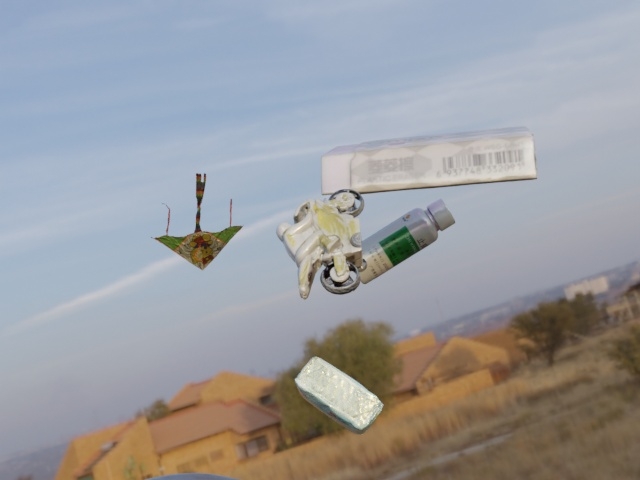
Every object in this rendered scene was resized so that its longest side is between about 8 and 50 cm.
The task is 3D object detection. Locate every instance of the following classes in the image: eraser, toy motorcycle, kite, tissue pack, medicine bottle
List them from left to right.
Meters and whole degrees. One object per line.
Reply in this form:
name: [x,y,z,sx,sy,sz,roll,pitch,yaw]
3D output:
kite: [-0.261,-0.036,1.765,0.198,0.244,0.006,-5,34,-11]
toy motorcycle: [0.000,0.000,1.344,0.151,0.229,0.074,1,-40,6]
tissue pack: [0.039,0.340,1.782,0.089,0.177,0.263,-53,-10,-13]
medicine bottle: [0.186,-0.002,1.930,0.260,0.095,0.095,-34,-10,4]
eraser: [0.208,-0.155,1.610,0.396,0.082,0.213,-4,12,11]

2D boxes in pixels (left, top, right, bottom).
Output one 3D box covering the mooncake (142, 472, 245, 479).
mooncake: [-0.180,0.505,1.354,0.324,0.187,0.324,8,-2,0]
